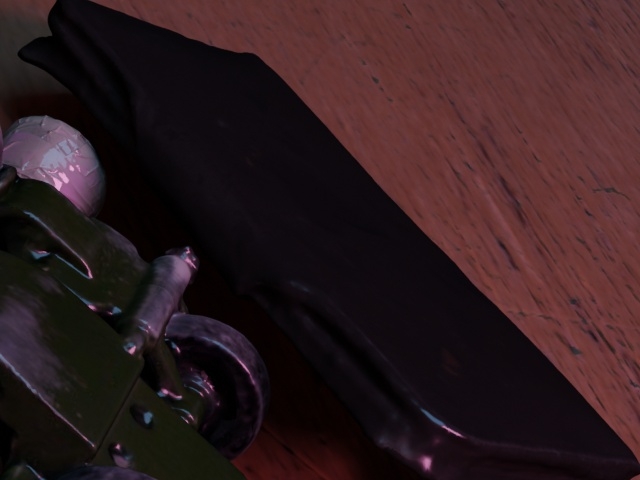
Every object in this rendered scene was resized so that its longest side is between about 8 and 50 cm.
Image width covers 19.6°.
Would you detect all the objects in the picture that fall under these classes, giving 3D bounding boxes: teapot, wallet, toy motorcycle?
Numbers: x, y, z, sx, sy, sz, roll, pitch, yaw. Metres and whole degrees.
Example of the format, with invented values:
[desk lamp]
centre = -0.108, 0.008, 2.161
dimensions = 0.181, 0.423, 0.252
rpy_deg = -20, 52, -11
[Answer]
[teapot]
centre = -0.145, -0.016, 0.939
dimensions = 0.064, 0.064, 0.083
rpy_deg = -47, 118, -44
[wallet]
centre = 0.000, 0.000, 0.945
dimensions = 0.197, 0.051, 0.377
rpy_deg = 11, 28, -51
[toy motorcycle]
centre = -0.131, 0.063, 0.801
dimensions = 0.275, 0.127, 0.205
rpy_deg = 42, 28, -10
